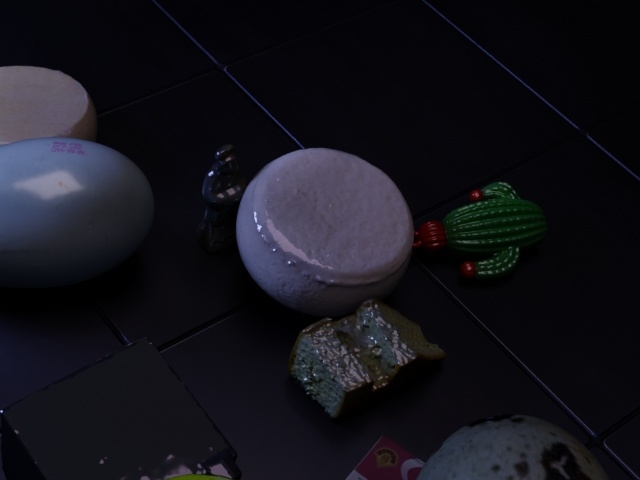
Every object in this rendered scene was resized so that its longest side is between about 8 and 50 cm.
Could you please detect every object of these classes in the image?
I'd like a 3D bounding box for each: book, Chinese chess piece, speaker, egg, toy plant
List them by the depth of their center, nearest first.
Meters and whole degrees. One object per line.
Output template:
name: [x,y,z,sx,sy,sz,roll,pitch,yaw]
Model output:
egg: [0.241,0.403,1.510,0.287,0.287,0.379,13,61,2]
speaker: [-0.259,0.304,1.577,0.232,0.184,0.254,-28,62,-29]
book: [0.090,0.392,1.668,0.162,0.022,0.232,32,50,19]
egg: [-0.439,-0.039,1.823,0.371,0.230,0.230,-7,50,-11]
Chinese chess piece: [-0.510,-0.192,2.008,0.273,0.102,0.273,4,38,-3]
toy plant: [0.273,-0.006,2.021,0.240,0.088,0.154,-32,75,-24]

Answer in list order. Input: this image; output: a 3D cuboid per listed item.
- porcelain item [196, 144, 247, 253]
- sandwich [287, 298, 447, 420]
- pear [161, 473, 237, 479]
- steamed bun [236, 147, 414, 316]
porcelain item: [-0.152,-0.076,1.916,0.081,0.216,0.069,-24,58,-26]
sandwich: [0.083,0.166,1.804,0.235,0.128,0.122,-23,64,-27]
pear: [-0.151,0.464,1.311,0.399,0.165,0.399,0,85,5]
steamed bun: [0.000,0.000,1.897,0.283,0.177,0.283,9,55,-13]
